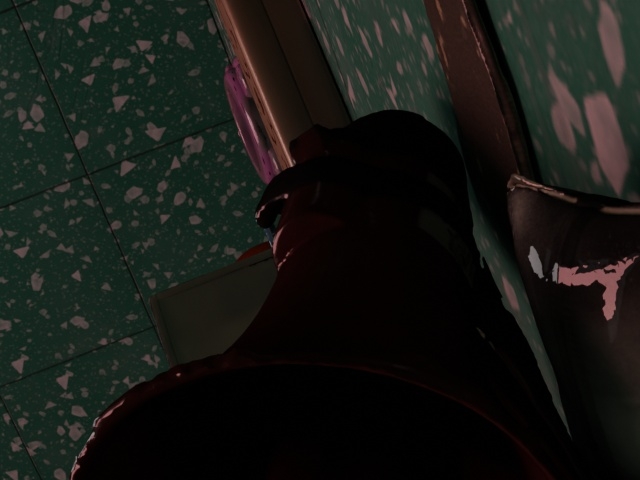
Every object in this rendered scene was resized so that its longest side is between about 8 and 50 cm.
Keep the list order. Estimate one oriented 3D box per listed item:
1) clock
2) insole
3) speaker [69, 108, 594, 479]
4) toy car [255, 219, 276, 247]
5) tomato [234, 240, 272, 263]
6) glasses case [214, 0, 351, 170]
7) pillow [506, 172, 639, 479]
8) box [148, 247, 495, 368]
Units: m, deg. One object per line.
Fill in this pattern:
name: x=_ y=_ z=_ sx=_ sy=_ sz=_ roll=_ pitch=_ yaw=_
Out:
clock: x=-0.082 y=-0.187 z=1.601 sx=0.248 sy=0.090 sz=0.228 roll=-153 pitch=42 yaw=-82
insole: x=0.069 y=-0.102 z=0.498 sx=0.081 sy=0.011 sz=0.248 roll=-126 pitch=15 yaw=-72
speaker: x=0.064 y=0.067 z=0.500 sx=0.198 sy=0.259 sz=0.329 roll=-62 pitch=0 yaw=31
toy car: x=0.000 y=0.000 z=1.219 sx=0.126 sy=0.098 sz=0.161 roll=68 pitch=-167 yaw=16
tomato: x=-0.042 y=0.120 z=1.690 sx=0.256 sy=0.224 sz=0.256 roll=160 pitch=90 yaw=-82
glasses case: x=-0.036 y=-0.172 z=1.094 sx=0.144 sy=0.076 sz=0.336 roll=84 pitch=164 yaw=-77
pillow: x=0.110 y=0.042 z=0.359 sx=0.091 sy=0.055 sz=0.136 roll=-104 pitch=-9 yaw=-66
box: x=0.004 y=0.071 z=0.761 sx=0.086 sy=0.225 sz=0.129 roll=75 pitch=173 yaw=-61
